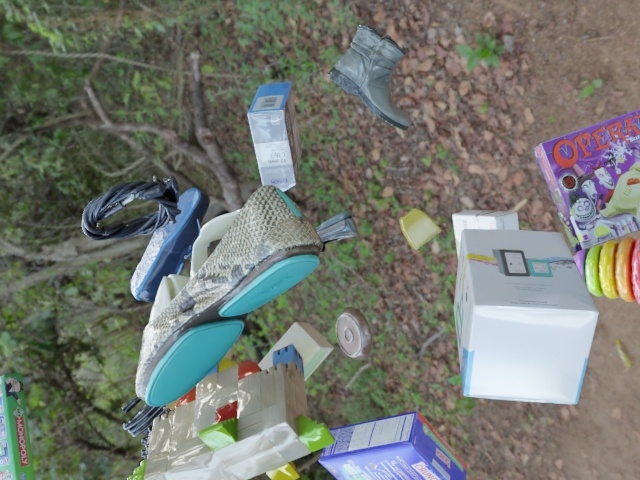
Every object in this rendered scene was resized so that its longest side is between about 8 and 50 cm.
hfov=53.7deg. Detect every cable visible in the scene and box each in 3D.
[{"bbox_3d":[-0.288,-0.036,0.971,0.047,0.150,0.184,61,156,10],"label":"cable"}]

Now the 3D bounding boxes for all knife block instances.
[{"bbox_3d":[-0.352,0.346,1.523,0.088,0.242,0.276,37,119,44],"label":"knife block"}]

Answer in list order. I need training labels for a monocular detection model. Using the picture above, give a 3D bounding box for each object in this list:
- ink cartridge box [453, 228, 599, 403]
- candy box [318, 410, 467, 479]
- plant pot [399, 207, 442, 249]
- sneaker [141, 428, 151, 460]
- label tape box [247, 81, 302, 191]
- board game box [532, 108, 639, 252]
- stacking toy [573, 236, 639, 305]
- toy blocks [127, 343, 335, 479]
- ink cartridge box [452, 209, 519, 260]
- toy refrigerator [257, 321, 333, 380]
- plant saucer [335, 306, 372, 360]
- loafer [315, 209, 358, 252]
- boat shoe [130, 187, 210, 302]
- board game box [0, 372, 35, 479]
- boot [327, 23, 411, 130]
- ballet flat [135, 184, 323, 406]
[{"bbox_3d":[0.357,0.127,1.155,0.270,0.197,0.198,-76,-14,-61],"label":"ink cartridge box"},{"bbox_3d":[0.204,0.623,1.771,0.317,0.122,0.268,-23,118,34],"label":"candy box"},{"bbox_3d":[0.244,-0.036,1.592,0.083,0.081,0.081,53,-177,-2],"label":"plant pot"},{"bbox_3d":[-0.396,0.483,1.708,0.097,0.135,0.276,9,83,62],"label":"sneaker"},{"bbox_3d":[-0.122,-0.275,1.930,0.249,0.115,0.348,-85,-14,-58],"label":"label tape box"},{"bbox_3d":[0.587,-0.131,1.152,0.056,0.346,0.208,97,153,-79],"label":"board game box"},{"bbox_3d":[0.623,0.066,1.411,0.301,0.175,0.166,-2,135,38],"label":"stacking toy"},{"bbox_3d":[-0.175,0.328,1.215,0.191,0.381,0.261,59,-169,-31],"label":"toy blocks"},{"bbox_3d":[0.521,-0.010,1.985,0.219,0.092,0.160,11,112,65],"label":"ink cartridge box"},{"bbox_3d":[-0.095,0.318,1.445,0.094,0.269,0.102,43,-175,20],"label":"toy refrigerator"},{"bbox_3d":[0.096,0.289,1.940,0.168,0.029,0.169,21,115,53],"label":"plant saucer"},{"bbox_3d":[0.000,0.000,1.917,0.267,0.096,0.084,-30,85,36],"label":"loafer"},{"bbox_3d":[-0.296,0.011,1.301,0.089,0.258,0.109,27,-165,-36],"label":"boat shoe"},{"bbox_3d":[-0.716,0.403,1.269,0.046,0.317,0.214,10,-115,-66],"label":"board game box"},{"bbox_3d":[0.153,-0.385,1.495,0.246,0.161,0.083,35,-165,-14],"label":"boot"},{"bbox_3d":[-0.180,0.087,1.055,0.483,0.164,0.182,-46,61,32],"label":"ballet flat"}]
